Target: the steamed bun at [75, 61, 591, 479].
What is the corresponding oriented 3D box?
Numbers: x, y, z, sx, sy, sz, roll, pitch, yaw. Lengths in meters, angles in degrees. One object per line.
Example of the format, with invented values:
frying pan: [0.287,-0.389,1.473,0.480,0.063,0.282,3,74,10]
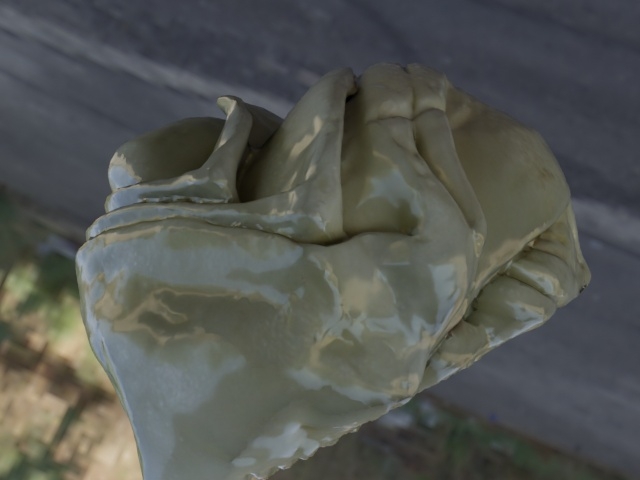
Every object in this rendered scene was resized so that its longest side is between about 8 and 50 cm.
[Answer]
steamed bun: [0.000,0.000,1.107,0.203,0.289,0.276,63,180,0]
